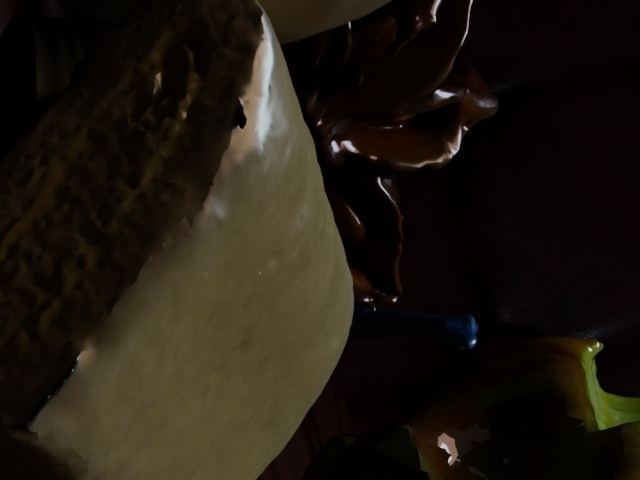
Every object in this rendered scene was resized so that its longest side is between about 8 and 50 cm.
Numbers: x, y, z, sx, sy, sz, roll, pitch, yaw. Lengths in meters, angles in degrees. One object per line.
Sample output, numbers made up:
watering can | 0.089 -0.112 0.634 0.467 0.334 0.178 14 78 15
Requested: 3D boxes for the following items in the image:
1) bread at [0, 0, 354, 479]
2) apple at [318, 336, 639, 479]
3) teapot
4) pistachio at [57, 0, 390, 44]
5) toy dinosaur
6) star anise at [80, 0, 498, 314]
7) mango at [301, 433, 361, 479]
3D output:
bread | -0.044 0.022 0.539 0.060 0.139 0.178 31 -14 19
apple | 0.146 0.220 1.019 0.374 0.384 0.374 37 -22 17
teapot | -0.067 -0.027 0.574 0.110 0.080 0.085 168 -73 -66
pistachio | -0.036 -0.173 0.487 0.309 0.230 0.230 118 -38 -71
toy dinosaur | -0.025 0.014 1.131 0.329 0.144 0.076 -128 -162 -64
star anise | -0.024 -0.061 0.840 0.190 0.220 0.126 17 22 -50
mango | 0.059 0.292 1.282 0.176 0.176 0.329 -37 -103 48
